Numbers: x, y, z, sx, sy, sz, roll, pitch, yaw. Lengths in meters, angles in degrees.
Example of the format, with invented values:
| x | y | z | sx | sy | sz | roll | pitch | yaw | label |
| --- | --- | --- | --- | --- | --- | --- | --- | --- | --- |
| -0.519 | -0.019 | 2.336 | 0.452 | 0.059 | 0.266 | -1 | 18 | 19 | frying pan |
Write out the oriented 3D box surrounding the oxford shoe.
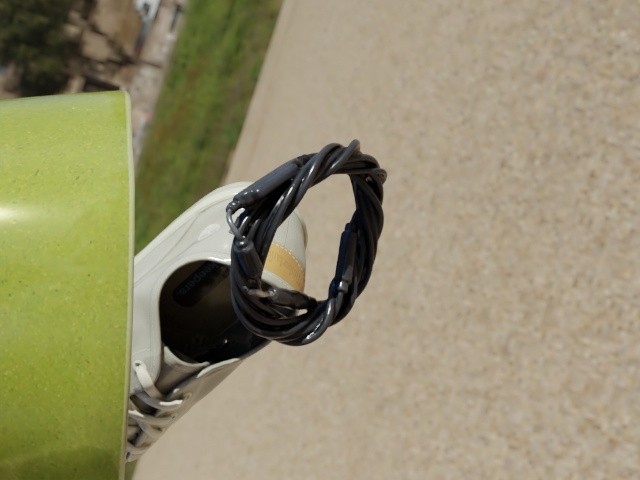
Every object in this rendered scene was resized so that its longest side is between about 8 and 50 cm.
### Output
| x | y | z | sx | sy | sz | roll | pitch | yaw | label |
| --- | --- | --- | --- | --- | --- | --- | --- | --- | --- |
| -0.180 | 0.127 | 1.404 | 0.449 | 0.169 | 0.130 | -43 | 32 | 19 | oxford shoe |

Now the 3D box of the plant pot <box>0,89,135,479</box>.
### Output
| x | y | z | sx | sy | sz | roll | pitch | yaw | label |
| --- | --- | --- | --- | --- | --- | --- | --- | --- | --- |
| -0.264 | 0.042 | 0.851 | 0.275 | 0.294 | 0.274 | -178 | 90 | -79 | plant pot |

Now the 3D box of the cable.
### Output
| x | y | z | sx | sy | sz | roll | pitch | yaw | label |
| --- | --- | --- | --- | --- | --- | --- | --- | --- | --- |
| 0.000 | 0.000 | 1.209 | 0.184 | 0.047 | 0.150 | -35 | -61 | -37 | cable |
